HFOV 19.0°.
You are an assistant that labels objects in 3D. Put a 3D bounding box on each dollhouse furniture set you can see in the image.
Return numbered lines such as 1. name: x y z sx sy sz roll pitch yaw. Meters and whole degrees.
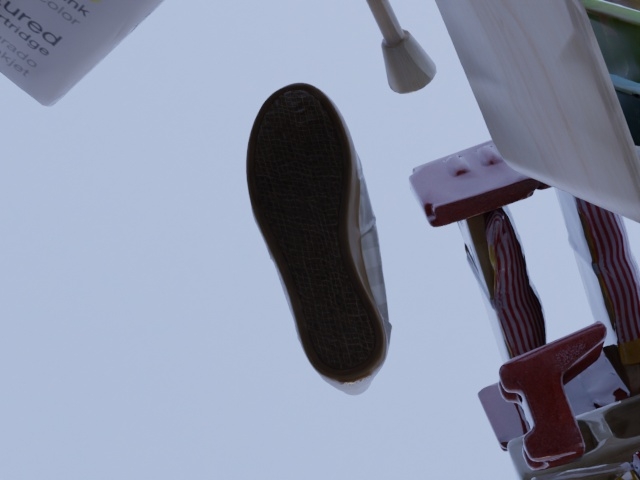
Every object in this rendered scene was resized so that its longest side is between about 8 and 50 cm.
1. dollhouse furniture set: 0.180 0.069 1.226 0.152 0.374 0.201 -19 -70 0

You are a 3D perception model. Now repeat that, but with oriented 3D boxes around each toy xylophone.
1. toy xylophone: 0.098 -0.139 0.931 0.236 0.081 0.322 33 -25 43

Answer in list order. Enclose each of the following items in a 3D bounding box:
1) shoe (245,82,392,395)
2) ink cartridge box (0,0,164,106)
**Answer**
1. shoe: 0.000 0.000 1.257 0.077 0.058 0.219 -14 -113 8
2. ink cartridge box: -0.082 -0.185 0.574 0.201 0.117 0.278 40 -31 -13
